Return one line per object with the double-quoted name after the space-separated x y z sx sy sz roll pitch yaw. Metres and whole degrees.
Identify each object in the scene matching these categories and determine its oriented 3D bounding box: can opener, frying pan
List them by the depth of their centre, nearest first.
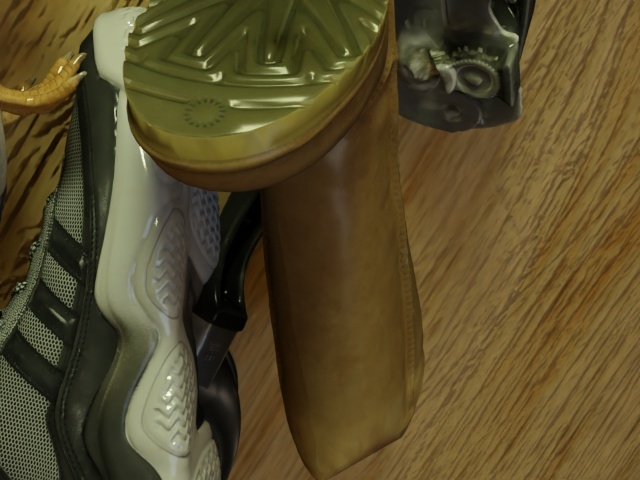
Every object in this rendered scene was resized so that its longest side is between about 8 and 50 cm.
0.059 -0.168 0.737 0.283 0.076 0.095 80 25 -45 "can opener"
-0.069 0.081 0.815 0.326 0.053 0.197 -42 144 -8 "frying pan"

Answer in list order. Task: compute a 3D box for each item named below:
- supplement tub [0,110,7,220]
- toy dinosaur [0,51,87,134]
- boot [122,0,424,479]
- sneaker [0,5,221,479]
-0.269 -0.008 0.386 0.338 0.207 0.207 -30 139 -27 "supplement tub"
-0.158 -0.073 0.590 0.112 0.064 0.211 35 89 -28 "toy dinosaur"
0.000 0.000 0.678 0.236 0.089 0.270 -63 155 -51 "boot"
-0.125 0.037 0.662 0.101 0.153 0.269 7 82 -82 "sneaker"
